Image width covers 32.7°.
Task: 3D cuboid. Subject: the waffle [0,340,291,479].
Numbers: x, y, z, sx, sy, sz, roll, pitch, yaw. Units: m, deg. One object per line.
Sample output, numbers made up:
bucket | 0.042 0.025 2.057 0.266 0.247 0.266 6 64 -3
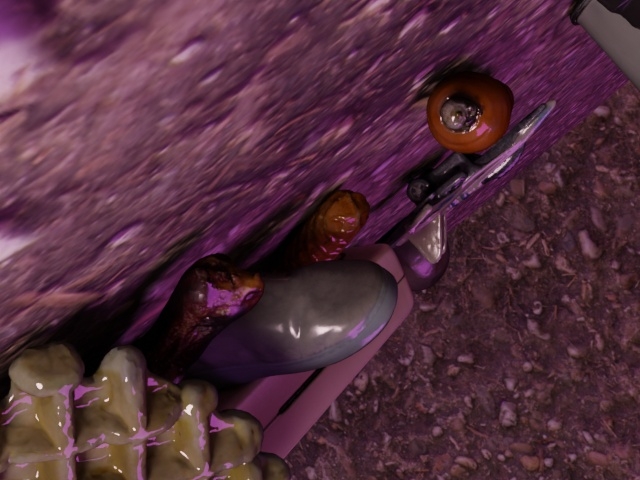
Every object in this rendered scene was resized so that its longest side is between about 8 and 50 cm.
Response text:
waffle | -0.170 0.202 0.727 0.292 0.056 0.309 -40 135 2

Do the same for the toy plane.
toy plane | 0.166 -0.080 1.274 0.262 0.088 0.192 -53 175 20

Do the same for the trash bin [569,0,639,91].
trash bin | 0.405 -0.190 1.031 0.277 0.262 0.217 -33 171 -46

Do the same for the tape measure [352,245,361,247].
tape measure | 0.012 0.109 1.525 0.186 0.112 0.199 -45 170 -22

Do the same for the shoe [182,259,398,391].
shoe | -0.059 0.061 0.906 0.251 0.100 0.103 -23 -150 24

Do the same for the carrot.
carrot | 0.147 -0.118 0.973 0.069 0.069 0.336 -42 176 18

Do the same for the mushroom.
mushroom | 0.146 0.026 1.752 0.141 0.117 0.188 -51 169 -3

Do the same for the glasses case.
glasses case | -0.047 0.117 1.029 0.144 0.076 0.336 -9 -157 38

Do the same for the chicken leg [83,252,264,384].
chicken leg | -0.172 0.148 0.820 0.407 0.096 0.158 -50 -179 20

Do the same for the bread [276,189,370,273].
bread | 0.000 0.000 1.013 0.052 0.044 0.157 -42 176 -33
